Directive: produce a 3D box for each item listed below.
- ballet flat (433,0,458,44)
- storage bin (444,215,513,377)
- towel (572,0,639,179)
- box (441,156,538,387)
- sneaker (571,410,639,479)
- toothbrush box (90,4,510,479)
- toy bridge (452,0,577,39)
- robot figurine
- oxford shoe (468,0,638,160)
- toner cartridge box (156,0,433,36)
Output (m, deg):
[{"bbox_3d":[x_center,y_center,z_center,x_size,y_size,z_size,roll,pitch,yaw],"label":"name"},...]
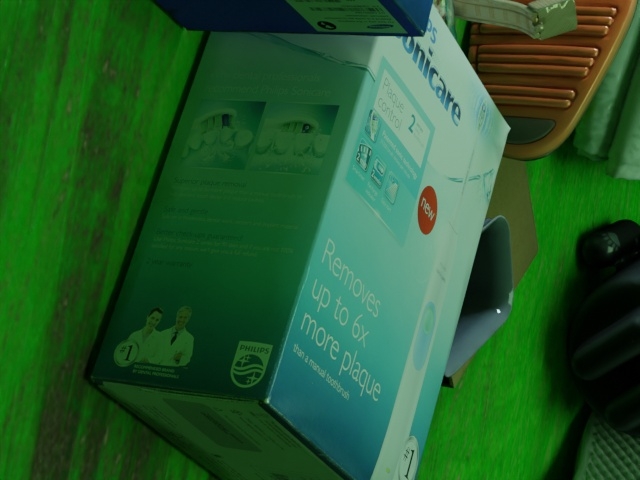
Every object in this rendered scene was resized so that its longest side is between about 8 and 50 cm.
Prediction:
[{"bbox_3d":[0.056,-0.147,1.240,0.077,0.091,0.241,-26,117,-23],"label":"ballet flat"},{"bbox_3d":[0.074,0.041,1.273,0.135,0.091,0.098,-37,126,-53],"label":"storage bin"},{"bbox_3d":[0.371,-0.238,1.676,0.320,0.090,0.375,-10,119,-65],"label":"towel"},{"bbox_3d":[0.127,-0.002,1.436,0.201,0.021,0.164,-53,138,-45],"label":"box"},{"bbox_3d":[0.294,0.270,1.714,0.366,0.135,0.150,-41,150,-51],"label":"sneaker"},{"bbox_3d":[0.000,0.000,1.093,0.216,0.126,0.296,50,51,-53],"label":"toothbrush box"},{"bbox_3d":[0.117,-0.183,1.258,0.063,0.188,0.026,-19,120,-13],"label":"toy bridge"},{"bbox_3d":[0.345,0.095,1.704,0.278,0.173,0.209,-26,120,-58],"label":"robot figurine"},{"bbox_3d":[0.218,-0.201,1.466,0.133,0.130,0.364,64,41,-53],"label":"oxford shoe"},{"bbox_3d":[0.015,-0.292,1.029,0.075,0.165,0.348,41,59,-58],"label":"toner cartridge box"}]
